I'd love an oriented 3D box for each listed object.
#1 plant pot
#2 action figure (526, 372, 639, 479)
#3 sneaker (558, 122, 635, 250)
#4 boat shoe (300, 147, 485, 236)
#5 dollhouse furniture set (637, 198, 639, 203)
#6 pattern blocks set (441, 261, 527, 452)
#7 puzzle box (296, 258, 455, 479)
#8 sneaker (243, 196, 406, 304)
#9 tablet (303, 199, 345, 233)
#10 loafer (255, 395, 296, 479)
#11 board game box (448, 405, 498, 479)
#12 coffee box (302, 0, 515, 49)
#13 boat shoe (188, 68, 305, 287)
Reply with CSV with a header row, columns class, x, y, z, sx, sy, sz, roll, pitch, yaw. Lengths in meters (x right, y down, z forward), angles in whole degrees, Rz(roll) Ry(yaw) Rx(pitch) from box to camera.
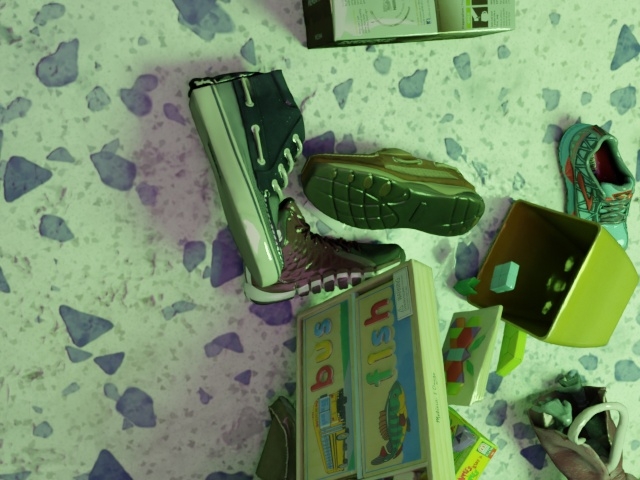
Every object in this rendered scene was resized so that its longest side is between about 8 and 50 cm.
class,x,y,z,sx,sy,sz,roll,pitch,yaw
plant pot,0.428,0.076,1.392,0.187,0.212,0.212,25,92,-32
action figure,0.525,0.440,1.450,0.248,0.276,0.370,-18,90,-18
sneaker,0.508,-0.080,1.417,0.104,0.125,0.261,-24,105,-10
boat shoe,0.118,-0.091,1.315,0.324,0.119,0.122,12,134,-24
dollhouse furniture set,0.635,-0.125,1.507,0.081,0.091,0.114,-27,82,31
pattern blocks set,0.238,0.196,1.314,0.026,0.285,0.324,27,57,-19
puzzle box,0.068,0.256,1.180,0.052,0.272,0.408,25,50,-36
sneaker,0.000,0.000,1.303,0.282,0.106,0.162,-13,100,-12
tablet,0.017,-0.055,1.347,0.083,0.006,0.054,37,89,-18
loafer,-0.066,0.392,1.355,0.088,0.094,0.251,-10,102,-18
board game box,0.231,0.358,1.386,0.043,0.181,0.092,32,90,-18
coffee box,0.134,-0.375,1.240,0.297,0.168,0.118,-7,101,-15
boat shoe,-0.081,-0.109,1.219,0.158,0.127,0.340,-18,88,-16
